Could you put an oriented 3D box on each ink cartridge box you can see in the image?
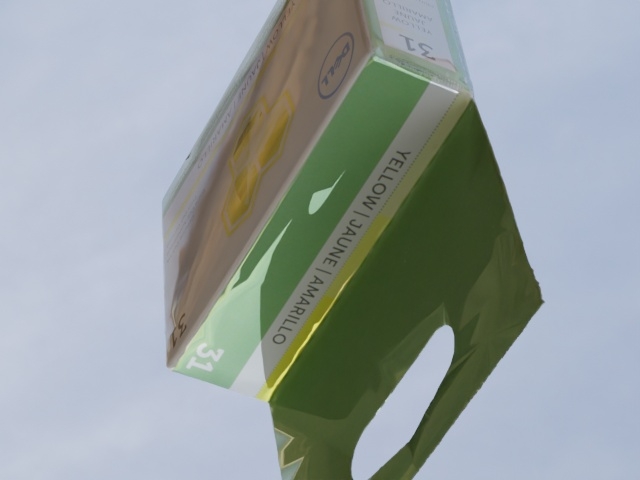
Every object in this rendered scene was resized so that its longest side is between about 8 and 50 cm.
[{"bbox_3d":[0.000,0.000,0.749,0.171,0.056,0.235,-57,-157,30],"label":"ink cartridge box"}]
